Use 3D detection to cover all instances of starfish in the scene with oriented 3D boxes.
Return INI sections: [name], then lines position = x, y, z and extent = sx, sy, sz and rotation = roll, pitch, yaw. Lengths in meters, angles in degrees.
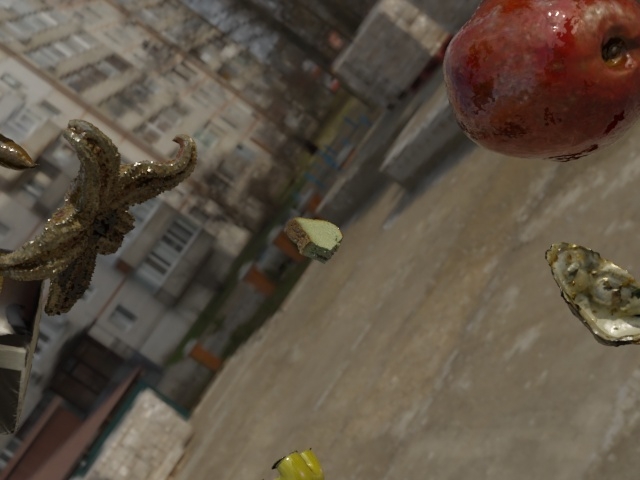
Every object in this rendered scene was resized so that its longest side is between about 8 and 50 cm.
[starfish]
position = -0.293, -0.035, 1.453
extent = 0.312, 0.113, 0.303
rotation = -50, -11, 0

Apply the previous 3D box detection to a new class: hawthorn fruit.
[hawthorn fruit]
position = 0.306, -0.223, 1.466
extent = 0.284, 0.284, 0.284
rotation = -54, 5, 7

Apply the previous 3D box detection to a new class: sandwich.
[sandwich]
position = 0.000, 0.000, 1.914
extent = 0.105, 0.093, 0.035
rotation = 2, -52, -41

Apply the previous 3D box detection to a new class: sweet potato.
[sweet potato]
position = -0.515, -0.165, 1.570
extent = 0.067, 0.274, 0.067
rotation = -62, -2, -4

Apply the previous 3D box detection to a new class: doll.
[doll]
position = -0.007, 0.409, 1.528
extent = 0.135, 0.221, 0.143
rotation = -42, -23, 18

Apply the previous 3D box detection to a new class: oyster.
[oyster]
position = 0.569, 0.107, 2.192
extent = 0.166, 0.294, 0.094
rotation = -42, -7, -4

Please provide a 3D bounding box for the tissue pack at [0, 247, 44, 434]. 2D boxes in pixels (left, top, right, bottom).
[tissue pack]
position = -0.566, 0.109, 1.470
extent = 0.210, 0.370, 0.198
rotation = -92, 16, -48
